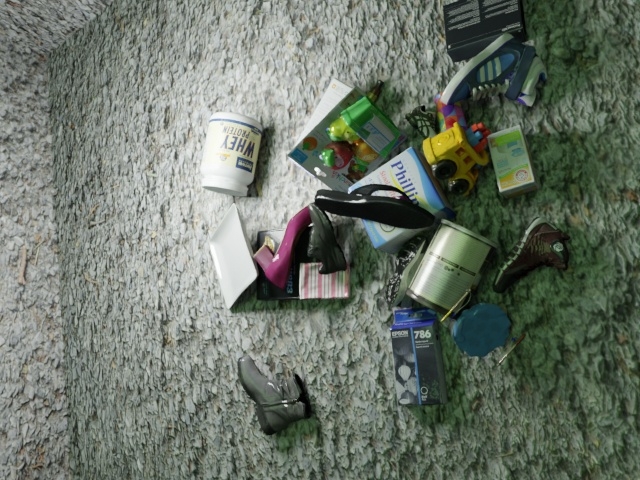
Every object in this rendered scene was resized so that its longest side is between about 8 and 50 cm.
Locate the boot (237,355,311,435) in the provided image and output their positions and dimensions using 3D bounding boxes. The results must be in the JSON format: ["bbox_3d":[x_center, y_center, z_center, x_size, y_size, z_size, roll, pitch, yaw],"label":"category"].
[{"bbox_3d":[-0.176,0.575,2.034,0.222,0.118,0.338,-34,77,19],"label":"boot"}]

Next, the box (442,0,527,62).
[{"bbox_3d":[0.577,-0.766,1.812,0.261,0.103,0.185,-8,75,29],"label":"box"}]

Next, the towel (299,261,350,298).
[{"bbox_3d":[0.016,0.154,1.978,0.196,0.029,0.144,-1,79,0],"label":"towel"}]

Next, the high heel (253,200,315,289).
[{"bbox_3d":[-0.079,0.011,2.006,0.377,0.127,0.181,-44,82,15],"label":"high heel"}]

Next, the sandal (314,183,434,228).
[{"bbox_3d":[0.178,-0.138,1.738,0.445,0.167,0.107,13,71,32],"label":"sandal"}]

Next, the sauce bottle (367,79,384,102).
[{"bbox_3d":[0.208,-0.576,2.037,0.042,0.042,0.128,39,100,30],"label":"sauce bottle"}]

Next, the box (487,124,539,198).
[{"bbox_3d":[0.633,-0.256,1.685,0.114,0.103,0.203,-16,73,28],"label":"box"}]

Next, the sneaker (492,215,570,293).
[{"bbox_3d":[0.673,0.076,1.603,0.162,0.106,0.282,36,100,28],"label":"sneaker"}]

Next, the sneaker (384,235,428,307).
[{"bbox_3d":[0.320,0.111,1.814,0.272,0.107,0.100,-69,22,6],"label":"sneaker"}]

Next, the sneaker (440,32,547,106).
[{"bbox_3d":[0.592,-0.510,1.706,0.322,0.130,0.236,-42,79,2],"label":"sneaker"}]

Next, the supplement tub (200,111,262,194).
[{"bbox_3d":[-0.394,-0.374,2.251,0.235,0.235,0.325,7,85,32],"label":"supplement tub"}]

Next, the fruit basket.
[{"bbox_3d":[0.110,-0.344,1.895,0.353,0.327,0.165,-45,38,14],"label":"fruit basket"}]

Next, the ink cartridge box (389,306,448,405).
[{"bbox_3d":[0.334,0.396,1.775,0.165,0.065,0.333,-13,74,29],"label":"ink cartridge box"}]

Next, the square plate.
[{"bbox_3d":[-0.369,0.073,2.196,0.347,0.049,0.344,-45,57,48],"label":"square plate"}]

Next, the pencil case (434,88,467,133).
[{"bbox_3d":[0.469,-0.420,1.819,0.104,0.104,0.237,-12,76,29],"label":"pencil case"}]

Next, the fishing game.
[{"bbox_3d":[0.508,0.284,1.627,0.264,0.041,0.189,34,99,-12],"label":"fishing game"}]

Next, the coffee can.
[{"bbox_3d":[0.430,0.095,1.687,0.201,0.201,0.276,29,97,32],"label":"coffee can"}]

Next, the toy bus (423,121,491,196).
[{"bbox_3d":[0.478,-0.282,1.695,0.211,0.220,0.150,-34,35,27],"label":"toy bus"}]

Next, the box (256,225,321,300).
[{"bbox_3d":[-0.128,0.097,2.103,0.293,0.073,0.296,-5,80,31],"label":"box"}]

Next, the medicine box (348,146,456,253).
[{"bbox_3d":[0.291,-0.139,1.845,0.289,0.149,0.264,-33,66,23],"label":"medicine box"}]

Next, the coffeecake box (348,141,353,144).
[{"bbox_3d":[0.118,-0.465,2.054,0.185,0.068,0.143,32,100,31],"label":"coffeecake box"}]

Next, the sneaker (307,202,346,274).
[{"bbox_3d":[0.000,0.000,1.919,0.130,0.109,0.287,-20,97,4],"label":"sneaker"}]

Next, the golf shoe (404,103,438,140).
[{"bbox_3d":[0.396,-0.421,1.875,0.094,0.077,0.198,-44,64,17],"label":"golf shoe"}]

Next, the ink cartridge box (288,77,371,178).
[{"bbox_3d":[0.031,-0.437,2.026,0.175,0.069,0.371,39,102,29],"label":"ink cartridge box"}]
